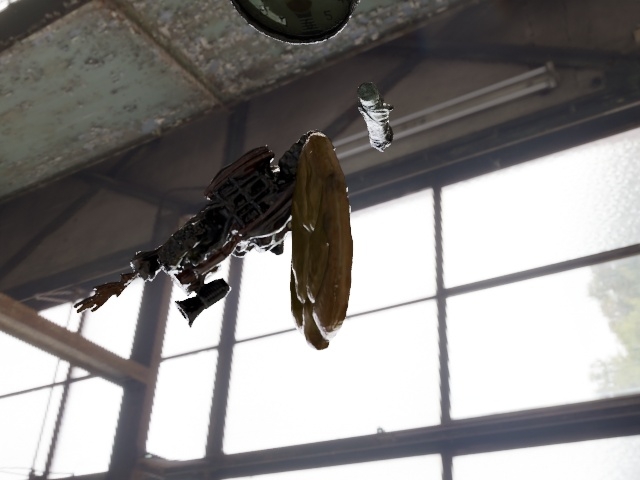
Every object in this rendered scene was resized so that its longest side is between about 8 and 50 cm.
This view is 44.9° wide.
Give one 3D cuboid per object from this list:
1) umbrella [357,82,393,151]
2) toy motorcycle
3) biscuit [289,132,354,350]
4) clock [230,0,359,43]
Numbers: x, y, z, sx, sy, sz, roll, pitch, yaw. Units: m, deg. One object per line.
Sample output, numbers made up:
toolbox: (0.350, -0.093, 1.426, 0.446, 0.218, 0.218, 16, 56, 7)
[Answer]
umbrella: (0.091, -0.199, 1.229, 0.188, 0.050, 0.046, 56, -169, -70)
toy motorcycle: (-0.145, 0.004, 1.065, 0.134, 0.401, 0.207, 47, 164, 13)
biscuit: (-0.006, 0.000, 0.920, 0.203, 0.041, 0.260, 163, 107, -76)
clock: (-0.037, -0.335, 1.003, 0.184, 0.184, 0.040, 48, -136, -38)
